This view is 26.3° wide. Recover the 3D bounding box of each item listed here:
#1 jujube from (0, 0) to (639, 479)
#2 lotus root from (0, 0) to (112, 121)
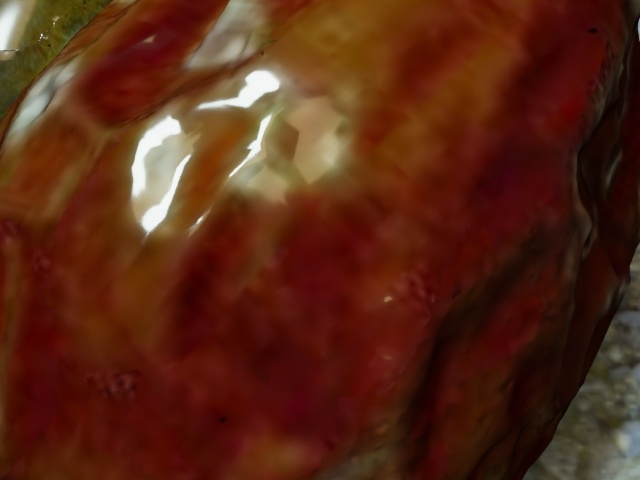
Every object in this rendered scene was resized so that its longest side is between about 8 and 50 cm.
[{"bbox_3d":[-0.001,0.000,0.608,0.276,0.276,0.377,24,54,17],"label":"jujube"},{"bbox_3d":[-0.218,-0.115,0.756,0.275,0.152,0.160,27,35,24],"label":"lotus root"}]
